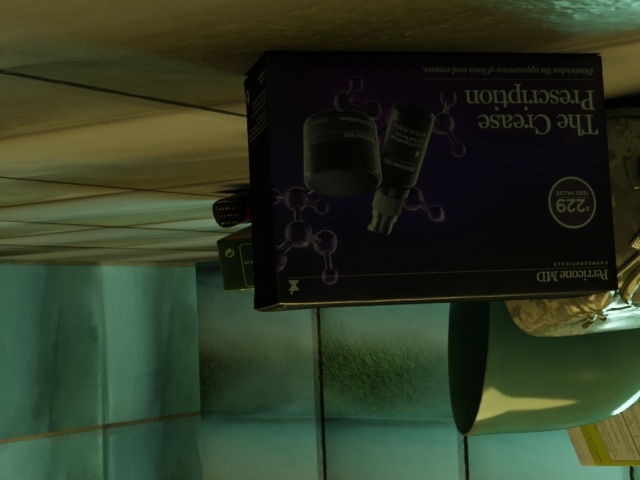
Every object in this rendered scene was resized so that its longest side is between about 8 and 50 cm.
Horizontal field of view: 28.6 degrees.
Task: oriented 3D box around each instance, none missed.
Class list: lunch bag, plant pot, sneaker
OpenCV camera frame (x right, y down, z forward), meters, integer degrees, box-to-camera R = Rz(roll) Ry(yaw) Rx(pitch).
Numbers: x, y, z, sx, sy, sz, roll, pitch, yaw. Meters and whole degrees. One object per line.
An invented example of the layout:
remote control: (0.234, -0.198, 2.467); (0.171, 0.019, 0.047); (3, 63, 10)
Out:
lunch bag: (0.344, -0.034, 1.261); (0.305, 0.213, 0.256); (-1, 160, -39)
plant pot: (0.307, 0.114, 1.647); (0.235, 0.293, 0.293); (3, 176, -4)
sneaker: (-0.079, -0.056, 1.862); (0.161, 0.057, 0.075); (-7, -167, 33)

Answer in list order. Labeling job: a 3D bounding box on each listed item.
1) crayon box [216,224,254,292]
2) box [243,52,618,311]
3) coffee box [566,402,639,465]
crayon box: (0.000, 0.000, 1.890); (0.203, 0.083, 0.323); (-6, -171, 19)
box: (0.081, -0.043, 0.951); (0.261, 0.184, 0.103); (-2, 177, -13)
coffee box: (0.550, 0.122, 1.898); (0.337, 0.338, 0.334); (-22, 180, -27)
